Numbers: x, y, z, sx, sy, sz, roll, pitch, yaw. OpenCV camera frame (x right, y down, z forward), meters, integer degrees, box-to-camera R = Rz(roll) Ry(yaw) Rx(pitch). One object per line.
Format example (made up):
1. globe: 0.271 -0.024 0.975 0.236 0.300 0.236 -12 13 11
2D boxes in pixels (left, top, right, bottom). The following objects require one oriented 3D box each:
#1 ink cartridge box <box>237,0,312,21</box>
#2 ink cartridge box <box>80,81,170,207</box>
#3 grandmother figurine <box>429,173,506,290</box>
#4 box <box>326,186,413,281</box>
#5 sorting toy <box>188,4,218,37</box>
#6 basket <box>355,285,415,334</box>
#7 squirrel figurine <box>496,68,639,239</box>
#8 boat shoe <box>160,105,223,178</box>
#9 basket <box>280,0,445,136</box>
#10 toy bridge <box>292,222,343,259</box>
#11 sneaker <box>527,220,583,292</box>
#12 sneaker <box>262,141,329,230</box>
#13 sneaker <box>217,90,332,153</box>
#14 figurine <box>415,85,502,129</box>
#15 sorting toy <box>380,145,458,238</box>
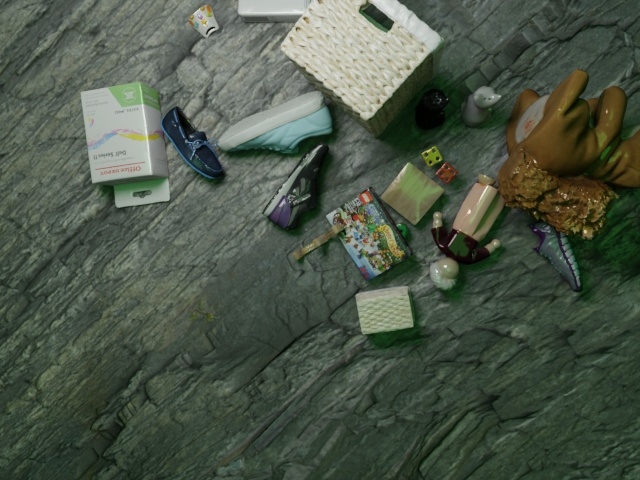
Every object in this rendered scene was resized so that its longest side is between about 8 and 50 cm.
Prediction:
1. ink cartridge box: -0.091 -0.792 1.453 0.295 0.066 0.262 4 93 8
2. ink cartridge box: -0.602 -0.289 1.524 0.206 0.119 0.354 -7 91 8
3. grandmother figurine: 0.412 -0.015 1.403 0.207 0.104 0.343 28 94 15
4. box: 0.143 -0.018 1.447 0.159 0.044 0.233 -33 88 24
5. sorting toy: -0.357 -0.675 1.516 0.083 0.045 0.075 -36 107 8
6. basket: 0.191 0.205 1.440 0.167 0.103 0.114 -10 92 8
7. squirrel figurine: 0.687 -0.193 1.281 0.370 0.281 0.398 24 86 -8
8. boat shoe: -0.390 -0.301 1.493 0.258 0.109 0.089 45 119 2
9. basket: 0.116 -0.485 1.307 0.328 0.331 0.266 41 99 5
10. toy bridge: 0.000 0.000 1.470 0.188 0.063 0.026 -34 87 31
11. sneaker: 0.668 0.045 1.389 0.098 0.083 0.224 -19 85 29
12. sneaker: -0.045 -0.159 1.474 0.124 0.107 0.283 36 101 -10
13. sneaker: -0.133 -0.308 1.455 0.365 0.135 0.150 -14 121 23
14. figurine: 0.372 -0.368 1.333 0.214 0.209 0.093 -1 93 8
15. sorting toy: 0.275 -0.145 1.434 0.132 0.046 0.275 39 105 5
